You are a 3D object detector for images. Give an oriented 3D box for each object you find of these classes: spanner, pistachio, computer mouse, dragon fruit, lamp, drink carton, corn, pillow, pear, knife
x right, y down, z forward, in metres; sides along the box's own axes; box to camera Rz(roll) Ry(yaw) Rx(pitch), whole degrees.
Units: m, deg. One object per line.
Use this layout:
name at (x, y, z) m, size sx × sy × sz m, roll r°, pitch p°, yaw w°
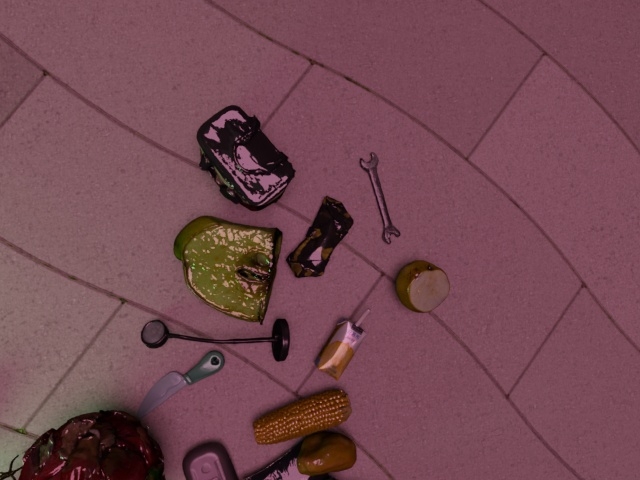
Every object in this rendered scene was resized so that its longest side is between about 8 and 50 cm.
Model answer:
spanner at (0.163, -0.115, 1.360) m, size 0.054 × 0.015 × 0.255 m, roll -17°, pitch 91°, yaw -10°
pistachio at (0.021, 0.533, 1.259) m, size 0.189 × 0.110 × 0.100 m, roll 14°, pitch 52°, yaw -39°
computer mouse at (-0.267, 0.628, 1.261) m, size 0.120 × 0.057 × 0.233 m, roll -21°, pitch 89°, yaw -8°
dragon fruit at (-0.501, 0.548, 1.108) m, size 0.328 × 0.329 × 0.330 m, roll 0°, pitch 89°, yaw -8°
lamp at (-0.258, 0.263, 1.267) m, size 0.370 × 0.109 × 0.130 m, roll -7°, pitch 60°, yaw 0°
drink carton at (0.066, 0.259, 1.308) m, size 0.084 × 0.074 × 0.200 m, roll 34°, pitch 83°, yaw -7°
corn at (-0.045, 0.455, 1.280) m, size 0.259 × 0.091 × 0.091 m, roll -14°, pitch 132°, yaw -8°
pillow at (-0.088, 0.624, 1.287) m, size 0.208 × 0.055 × 0.141 m, roll -30°, pitch 91°, yaw -10°
pear at (0.263, 0.116, 1.328) m, size 0.140 × 0.104 × 0.141 m, roll -7°, pitch 112°, yaw -18°
knife at (-0.363, 0.360, 1.267) m, size 0.260 × 0.034 × 0.063 m, roll -31°, pitch 89°, yaw -5°
pear at (-0.233, 0.066, 1.231) m, size 0.255 × 0.164 × 0.239 m, roll 9°, pitch 98°, yaw -3°

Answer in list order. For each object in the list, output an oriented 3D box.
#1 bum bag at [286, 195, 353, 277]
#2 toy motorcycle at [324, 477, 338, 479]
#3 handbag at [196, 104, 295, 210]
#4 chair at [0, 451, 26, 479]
bum bag at (0.000, 0.000, 1.310) m, size 0.106 × 0.060 × 0.233 m, roll 30°, pitch 83°, yaw 2°
toy motorcycle at (0.086, 0.703, 1.290) m, size 0.229 × 0.094 × 0.130 m, roll 25°, pitch 84°, yaw -18°
handbag at (-0.192, -0.192, 1.225) m, size 0.181 × 0.181 × 0.254 m, roll -41°, pitch 94°, yaw -8°
chair at (-0.844, 0.475, 1.134) m, size 0.325 × 0.160 × 0.170 m, roll -8°, pitch 91°, yaw -4°
